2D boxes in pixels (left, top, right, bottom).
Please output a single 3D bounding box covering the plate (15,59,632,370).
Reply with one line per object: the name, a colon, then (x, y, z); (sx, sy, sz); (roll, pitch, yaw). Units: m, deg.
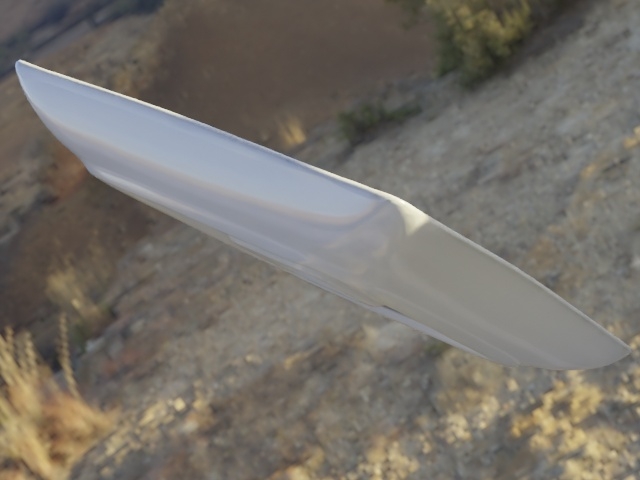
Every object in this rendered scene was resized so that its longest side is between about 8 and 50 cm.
plate: (0.000, 0.000, 0.734); (0.277, 0.278, 0.045); (21, 85, 38)
